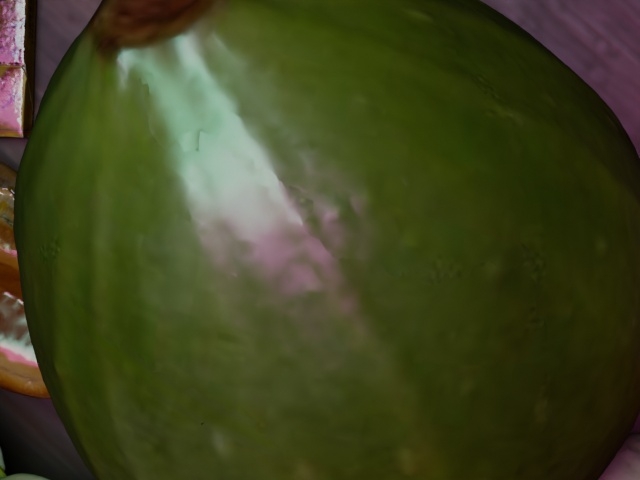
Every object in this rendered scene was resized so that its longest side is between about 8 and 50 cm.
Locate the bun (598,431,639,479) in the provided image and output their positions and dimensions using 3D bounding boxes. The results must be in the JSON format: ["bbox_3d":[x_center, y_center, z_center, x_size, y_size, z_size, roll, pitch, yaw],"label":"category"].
[{"bbox_3d":[0.161,0.216,0.712,0.244,0.153,0.244,2,81,-15],"label":"bun"}]

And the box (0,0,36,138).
[{"bbox_3d":[-0.207,-0.137,0.810,0.089,0.022,0.156,4,91,6],"label":"box"}]

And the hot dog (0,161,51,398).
[{"bbox_3d":[-0.229,-0.008,0.783,0.269,0.072,0.115,29,113,4],"label":"hot dog"}]

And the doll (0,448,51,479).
[{"bbox_3d":[-0.196,0.137,0.743,0.296,0.117,0.141,21,130,15],"label":"doll"}]

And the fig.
[{"bbox_3d":[0.000,0.000,0.636,0.316,0.316,0.316,0,91,5],"label":"fig"}]
